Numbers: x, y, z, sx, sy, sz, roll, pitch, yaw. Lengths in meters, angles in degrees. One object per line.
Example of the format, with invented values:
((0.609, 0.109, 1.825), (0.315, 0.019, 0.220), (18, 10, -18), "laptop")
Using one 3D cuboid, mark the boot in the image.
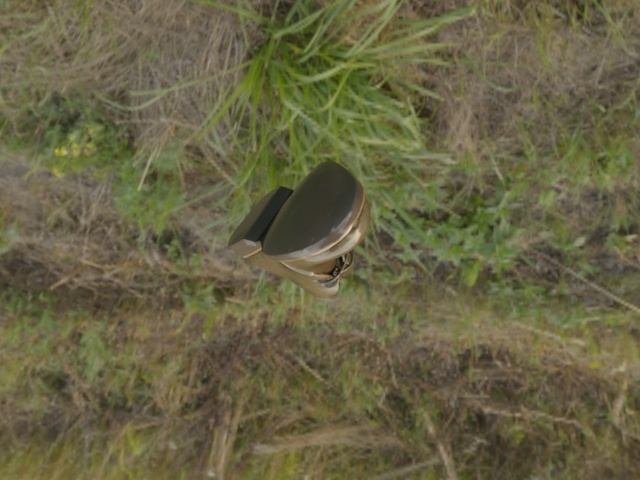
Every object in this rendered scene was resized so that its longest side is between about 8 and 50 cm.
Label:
((0.000, 0.000, 0.819), (0.115, 0.112, 0.305), (40, 167, -12), "boot")
